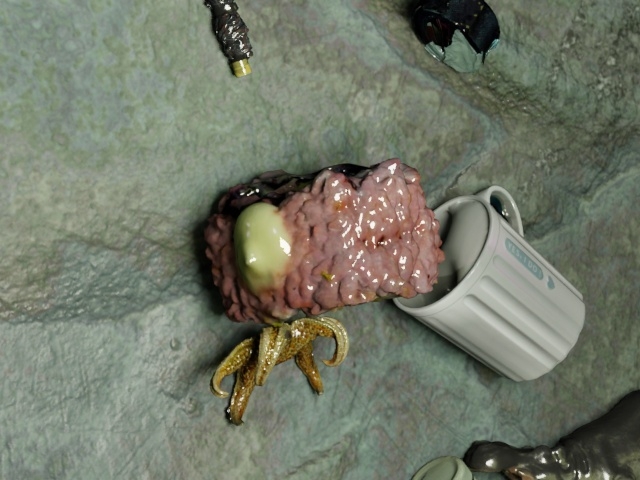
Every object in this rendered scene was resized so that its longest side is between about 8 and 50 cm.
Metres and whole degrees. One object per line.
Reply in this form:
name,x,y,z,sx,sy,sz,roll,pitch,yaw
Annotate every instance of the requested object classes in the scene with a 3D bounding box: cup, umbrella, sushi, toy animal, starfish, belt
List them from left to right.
umbrella,-0.108,-0.260,1.691,0.037,0.040,0.144,-27,106,-33
starfish,-0.061,0.150,1.698,0.190,0.146,0.074,-12,64,-37
sushi,0.000,0.000,1.634,0.236,0.270,0.171,-13,95,-40
belt,0.168,-0.263,1.792,0.058,0.105,0.140,-54,158,-15
cup,0.226,0.044,1.817,0.202,0.167,0.221,38,77,-27
toy animal,0.357,0.305,1.922,0.343,0.106,0.168,-13,79,-26

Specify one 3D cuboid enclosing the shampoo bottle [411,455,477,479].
shampoo bottle,0.214,0.395,1.872,0.085,0.085,0.262,-44,112,-19
